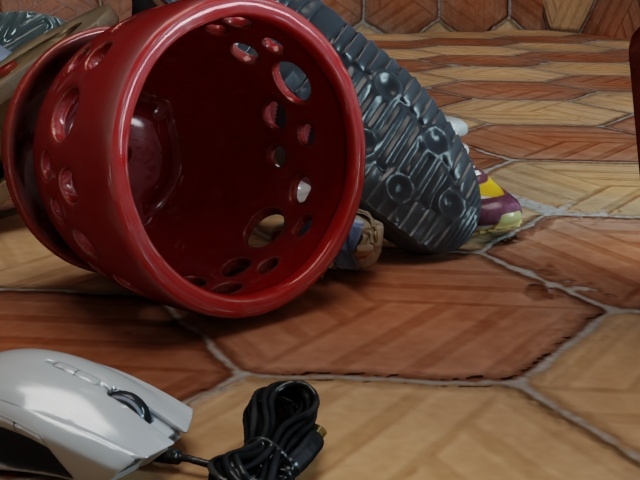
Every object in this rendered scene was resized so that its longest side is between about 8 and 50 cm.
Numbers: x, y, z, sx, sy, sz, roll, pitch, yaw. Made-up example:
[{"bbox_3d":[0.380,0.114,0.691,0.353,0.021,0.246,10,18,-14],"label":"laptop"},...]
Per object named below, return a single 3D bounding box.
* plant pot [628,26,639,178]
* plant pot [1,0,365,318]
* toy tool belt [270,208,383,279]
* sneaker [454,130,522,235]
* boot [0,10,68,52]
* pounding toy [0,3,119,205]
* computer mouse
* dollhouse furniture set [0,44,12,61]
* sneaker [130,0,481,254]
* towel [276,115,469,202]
[{"bbox_3d":[0.317,-0.045,0.550,0.267,0.267,0.236,-10,6,-34],"label":"plant pot"},{"bbox_3d":[-0.094,-0.052,0.674,0.191,0.191,0.174,-12,10,-40],"label":"plant pot"},{"bbox_3d":[0.000,0.000,0.725,0.083,0.052,0.051,4,7,14],"label":"toy tool belt"},{"bbox_3d":[0.098,-0.058,0.878,0.070,0.083,0.185,-9,17,-30],"label":"sneaker"},{"bbox_3d":[-0.553,-0.234,1.436,0.367,0.146,0.445,-9,13,-37],"label":"boot"},{"bbox_3d":[-0.204,-0.090,0.877,0.269,0.155,0.154,-46,27,-27],"label":"pounding toy"},{"bbox_3d":[-0.096,0.076,0.457,0.193,0.042,0.106,5,17,17],"label":"computer mouse"},{"bbox_3d":[-0.429,-0.229,1.064,0.286,0.198,0.303,34,40,28],"label":"dollhouse furniture set"},{"bbox_3d":[-0.016,-0.102,0.811,0.112,0.319,0.131,-46,2,-27],"label":"sneaker"},{"bbox_3d":[-0.060,-0.106,1.113,0.332,0.053,0.317,13,20,40],"label":"towel"}]
